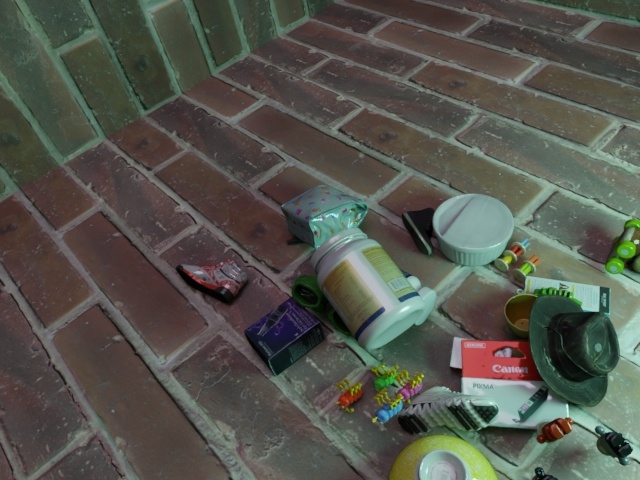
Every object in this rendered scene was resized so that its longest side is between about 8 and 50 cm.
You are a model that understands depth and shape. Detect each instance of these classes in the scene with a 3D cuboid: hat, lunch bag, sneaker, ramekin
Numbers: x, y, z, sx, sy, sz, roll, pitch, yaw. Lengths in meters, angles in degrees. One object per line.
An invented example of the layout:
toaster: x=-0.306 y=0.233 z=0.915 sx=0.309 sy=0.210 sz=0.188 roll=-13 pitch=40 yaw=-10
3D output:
hat: x=0.711 y=0.270 z=1.417 sx=0.332 sy=0.134 sz=0.331 roll=15 pitch=55 yaw=-23
lunch bag: x=0.020 y=-0.103 z=1.991 sx=0.262 sy=0.160 sz=0.223 roll=-29 pitch=34 yaw=-23
sneaker: x=0.343 y=0.442 z=1.418 sx=0.292 sy=0.110 sz=0.118 roll=-20 pitch=21 yaw=39
sneaker: x=0.391 y=-0.045 z=1.927 sx=0.118 sy=0.083 sz=0.222 roll=-18 pitch=46 yaw=-4
ramekin: x=0.532 y=-0.030 z=1.849 sx=0.273 sy=0.127 sz=0.272 roll=-7 pitch=48 yaw=7
sneaker: x=-0.398 y=0.123 z=1.964 sx=0.270 sy=0.090 sz=0.145 roll=23 pitch=56 yaw=26

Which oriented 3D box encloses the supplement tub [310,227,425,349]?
supplement tub: x=0.132 y=0.138 z=1.565 sx=0.228 sy=0.228 sz=0.316 roll=-30 pitch=65 yaw=-14

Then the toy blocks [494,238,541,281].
toy blocks: x=0.685 y=0.059 z=1.780 sx=0.148 sy=0.054 sz=0.123 roll=-38 pitch=50 yaw=-21

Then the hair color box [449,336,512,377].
hair color box: x=0.473 y=0.348 z=1.553 sx=0.167 sy=0.053 sz=0.093 roll=7 pitch=68 yaw=20

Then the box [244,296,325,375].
box: x=-0.115 y=0.308 z=1.710 sx=0.207 sy=0.108 sz=0.153 roll=-35 pitch=50 yaw=-19

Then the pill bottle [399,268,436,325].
pill bottle: x=0.234 y=0.164 z=1.726 sx=0.265 sy=0.153 sz=0.153 roll=26 pitch=59 yaw=32

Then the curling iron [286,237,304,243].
curling iron: x=0.000 y=0.000 z=2.014 sx=0.274 sy=0.035 sz=0.068 roll=1 pitch=48 yaw=14

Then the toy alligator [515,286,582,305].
toy alligator: x=0.694 y=0.163 z=1.599 sx=0.190 sy=0.051 sz=0.056 roll=11 pitch=52 yaw=23

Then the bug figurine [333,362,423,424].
bug figurine: x=0.173 y=0.435 z=1.492 sx=0.216 sy=0.072 sz=0.279 roll=-25 pitch=9 yaw=-28

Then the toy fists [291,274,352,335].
toy fists: x=0.033 y=0.210 z=1.723 sx=0.279 sy=0.096 sz=0.142 roll=32 pitch=20 yaw=12

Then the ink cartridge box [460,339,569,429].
ink cartridge box: x=0.530 y=0.394 z=1.455 sx=0.275 sy=0.060 sz=0.238 roll=-1 pitch=71 yaw=13

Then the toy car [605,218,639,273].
toy car: x=1.026 y=0.049 z=1.658 sx=0.189 sy=0.148 sz=0.155 roll=27 pitch=48 yaw=20

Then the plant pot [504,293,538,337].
plant pot: x=0.625 y=0.244 z=1.596 sx=0.134 sy=0.095 sz=0.134 roll=-7 pitch=47 yaw=7

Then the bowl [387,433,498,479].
bowl: x=0.303 y=0.604 z=1.304 sx=0.290 sy=0.156 sz=0.289 roll=-7 pitch=47 yaw=8

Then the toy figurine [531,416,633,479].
toy figurine: x=0.625 y=0.543 z=1.269 sx=0.210 sy=0.148 sz=0.212 roll=8 pitch=69 yaw=13

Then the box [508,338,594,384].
box: x=0.664 y=0.358 z=1.533 sx=0.201 sy=0.021 sz=0.164 roll=-7 pitch=47 yaw=7

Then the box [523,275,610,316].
box: x=0.762 y=0.183 z=1.642 sx=0.245 sy=0.060 sz=0.100 roll=9 pitch=52 yaw=21
